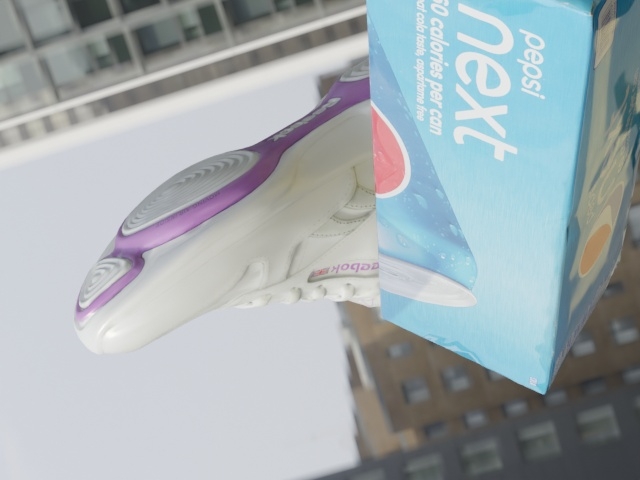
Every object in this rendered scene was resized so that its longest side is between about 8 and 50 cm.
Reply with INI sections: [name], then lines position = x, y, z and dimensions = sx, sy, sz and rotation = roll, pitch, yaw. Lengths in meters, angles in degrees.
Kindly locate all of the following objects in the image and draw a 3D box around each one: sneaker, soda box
[sneaker]
position = 0.000, 0.000, 0.964
dimensions = 0.114, 0.305, 0.152
rotation = 15, 134, 63
[soda box]
position = 0.062, -0.037, 0.521
dimensions = 0.067, 0.071, 0.210
rotation = -55, -21, -27
